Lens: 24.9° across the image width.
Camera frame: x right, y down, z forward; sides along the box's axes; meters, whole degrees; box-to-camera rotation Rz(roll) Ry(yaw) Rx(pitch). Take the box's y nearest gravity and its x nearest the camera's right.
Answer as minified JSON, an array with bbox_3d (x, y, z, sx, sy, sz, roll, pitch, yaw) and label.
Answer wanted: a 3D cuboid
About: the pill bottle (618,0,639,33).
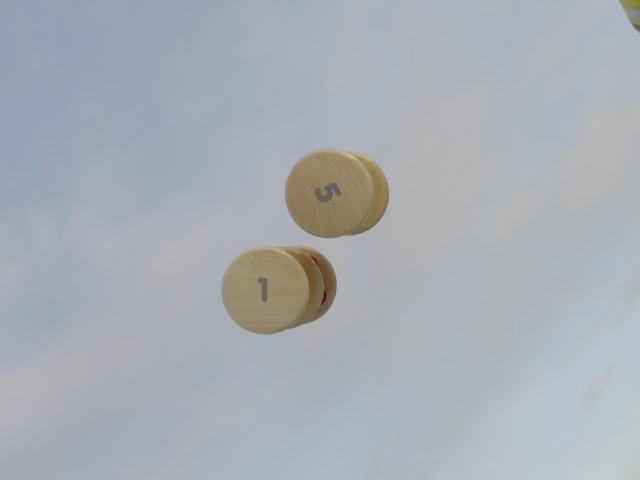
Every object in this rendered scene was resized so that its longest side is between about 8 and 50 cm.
[{"bbox_3d":[0.276,-0.271,1.235,0.103,0.103,0.184,-44,-62,-13],"label":"pill bottle"}]

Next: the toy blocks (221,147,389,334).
[{"bbox_3d":[0.000,0.000,0.915,0.123,0.054,0.148,-56,-9,6],"label":"toy blocks"}]
